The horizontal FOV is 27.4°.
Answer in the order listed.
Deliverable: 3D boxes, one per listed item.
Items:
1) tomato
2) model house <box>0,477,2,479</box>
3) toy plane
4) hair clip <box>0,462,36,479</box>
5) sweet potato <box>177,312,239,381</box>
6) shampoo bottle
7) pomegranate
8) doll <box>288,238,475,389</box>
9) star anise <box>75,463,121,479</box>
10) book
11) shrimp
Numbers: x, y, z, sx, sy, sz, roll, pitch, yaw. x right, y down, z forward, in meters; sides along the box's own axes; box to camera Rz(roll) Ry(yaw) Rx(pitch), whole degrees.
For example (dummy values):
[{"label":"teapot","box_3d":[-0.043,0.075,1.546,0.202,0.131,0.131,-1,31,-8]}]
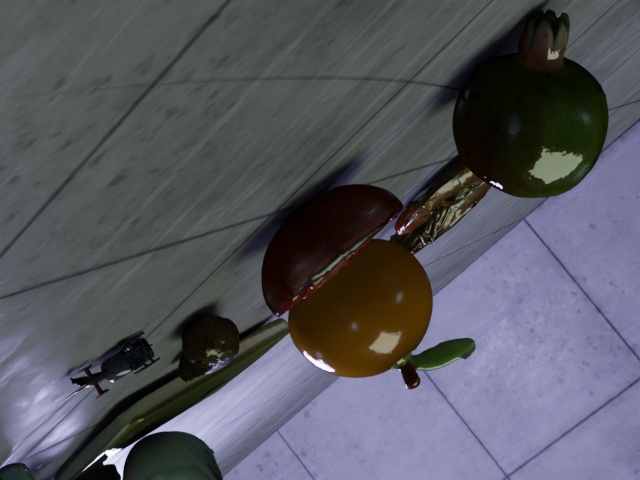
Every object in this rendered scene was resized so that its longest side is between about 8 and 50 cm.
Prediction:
[{"label":"tomato","box_3d":[-0.002,0.001,1.473,0.174,0.082,0.166,-38,175,-29]},{"label":"model house","box_3d":[-0.368,0.351,1.295,0.219,0.229,0.199,-45,-175,42]},{"label":"toy plane","box_3d":[-0.226,0.140,1.444,0.060,0.037,0.145,-32,179,32]},{"label":"hair clip","box_3d":[-0.368,0.470,1.645,0.318,0.392,0.238,-54,175,-9]},{"label":"sweet potato","box_3d":[-0.142,0.136,1.672,0.081,0.062,0.233,-20,170,-13]},{"label":"shampoo bottle","box_3d":[-0.218,0.384,1.983,0.151,0.222,0.349,-27,-174,-6]},{"label":"pomegranate","box_3d":[0.239,-0.152,1.458,0.180,0.180,0.210,-29,137,-45]},{"label":"doll","box_3d":[0.079,0.118,1.852,0.213,0.236,0.213,-39,169,-9]},{"label":"star anise","box_3d":[-0.380,0.422,1.967,0.257,0.111,0.198,-36,-175,36]},{"label":"book","box_3d":[-0.217,0.238,1.936,0.352,0.035,0.239,-29,169,-48]},{"label":"shrimp","box_3d":[0.166,-0.040,1.962,0.287,0.063,0.152,-45,166,21]}]
